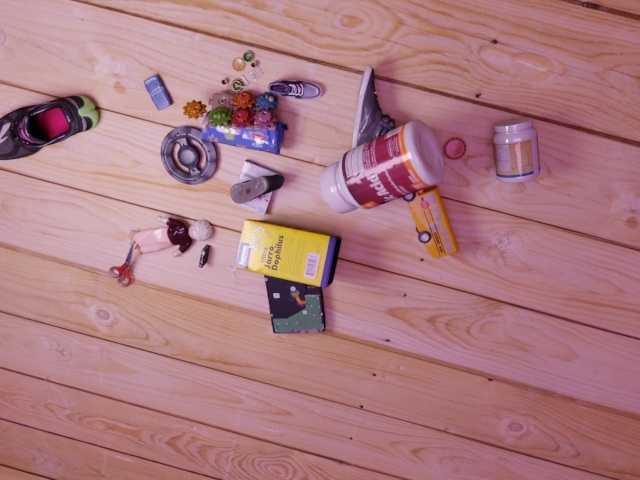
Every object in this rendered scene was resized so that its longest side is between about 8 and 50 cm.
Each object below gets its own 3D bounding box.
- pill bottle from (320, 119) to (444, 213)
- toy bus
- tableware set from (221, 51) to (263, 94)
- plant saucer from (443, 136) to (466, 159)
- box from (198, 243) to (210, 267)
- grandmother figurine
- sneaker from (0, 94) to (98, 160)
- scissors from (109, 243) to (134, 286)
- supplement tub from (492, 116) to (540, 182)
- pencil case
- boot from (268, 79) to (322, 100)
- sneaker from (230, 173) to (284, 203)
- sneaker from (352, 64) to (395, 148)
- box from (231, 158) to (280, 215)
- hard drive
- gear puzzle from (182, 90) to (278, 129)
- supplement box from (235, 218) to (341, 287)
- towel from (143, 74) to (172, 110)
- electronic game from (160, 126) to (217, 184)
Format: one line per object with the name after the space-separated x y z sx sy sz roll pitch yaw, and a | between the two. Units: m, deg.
0.204 -0.239 1.568 0.392 0.224 0.224 -19 110 37 | pill bottle
0.407 -0.099 1.711 0.130 0.108 0.332 -20 108 14 | toy bus
-0.293 -0.607 1.642 0.154 0.024 0.104 -30 105 18 | tableware set
0.493 -0.337 1.656 0.084 0.013 0.083 3 111 7 | plant saucer
-0.491 0.066 1.913 0.018 0.067 0.083 17 114 -1 | box
-0.619 -0.023 1.884 0.342 0.104 0.207 -8 138 7 | grandmother figurine
-1.095 -0.433 1.716 0.483 0.202 0.185 -19 108 14 | sneaker
-0.830 0.112 1.953 0.297 0.021 0.109 -35 99 37 | scissors
0.679 -0.314 1.570 0.144 0.144 0.199 -11 110 11 | supplement tub
-0.282 -0.405 1.668 0.306 0.119 0.133 11 127 3 | pencil case
-0.090 -0.534 1.611 0.190 0.086 0.069 5 112 5 | boot
-0.243 -0.196 1.735 0.222 0.118 0.083 -10 95 41 | sneaker
0.200 -0.462 1.600 0.147 0.104 0.295 7 118 3 | sneaker
-0.258 -0.209 1.790 0.145 0.038 0.186 23 114 -2 | box
-0.107 0.240 1.937 0.237 0.064 0.338 -3 110 9 | hard drive
-0.321 -0.476 1.607 0.339 0.175 0.044 1 154 -2 | gear puzzle
-0.117 0.045 1.748 0.357 0.194 0.195 11 92 8 | supplement box
-0.611 -0.556 1.700 0.067 0.029 0.119 -20 107 15 | towel
-0.515 -0.330 1.767 0.229 0.048 0.229 3 112 7 | electronic game
